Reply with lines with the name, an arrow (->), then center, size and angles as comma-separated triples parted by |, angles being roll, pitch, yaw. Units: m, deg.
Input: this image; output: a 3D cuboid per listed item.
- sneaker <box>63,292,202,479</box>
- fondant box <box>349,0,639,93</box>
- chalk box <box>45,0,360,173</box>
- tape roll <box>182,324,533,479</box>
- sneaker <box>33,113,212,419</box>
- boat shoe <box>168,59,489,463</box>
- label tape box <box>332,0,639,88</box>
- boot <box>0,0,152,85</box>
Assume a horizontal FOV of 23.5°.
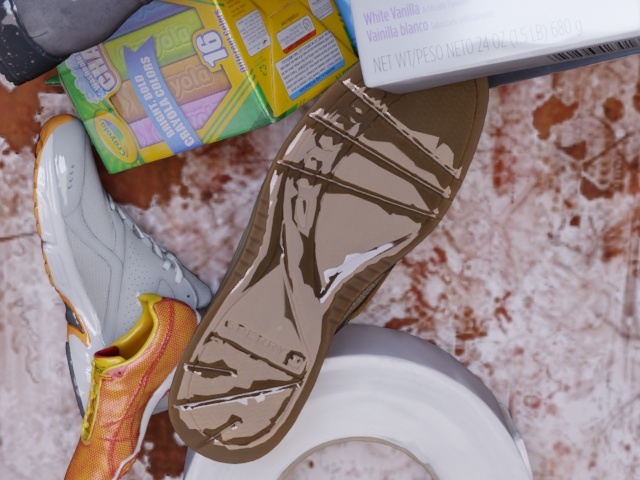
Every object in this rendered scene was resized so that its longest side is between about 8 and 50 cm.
sneaker -> -0.155, 0.118, 1.165 | 0.067, 0.064, 0.175 | 28, 90, -28
fondant box -> 0.122, -0.277, 0.988 | 0.238, 0.096, 0.330 | -10, 89, 15
chalk box -> -0.106, -0.138, 1.123 | 0.213, 0.132, 0.132 | -14, 107, 38
tape roll -> 0.028, 0.214, 1.242 | 0.286, 0.100, 0.286 | 0, 101, -2
sneaker -> -0.152, 0.020, 1.213 | 0.121, 0.099, 0.262 | -12, 112, -4
boat shoe -> 0.000, 0.000, 1.122 | 0.123, 0.123, 0.342 | 29, 92, -6
label tape box -> 0.161, -0.247, 1.115 | 0.334, 0.106, 0.240 | -11, 105, 18
boot -> -0.102, -0.245, 1.008 | 0.223, 0.338, 0.118 | -21, 133, 18
